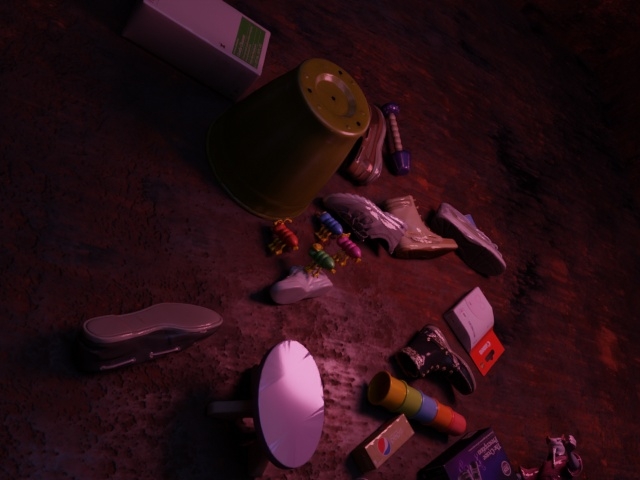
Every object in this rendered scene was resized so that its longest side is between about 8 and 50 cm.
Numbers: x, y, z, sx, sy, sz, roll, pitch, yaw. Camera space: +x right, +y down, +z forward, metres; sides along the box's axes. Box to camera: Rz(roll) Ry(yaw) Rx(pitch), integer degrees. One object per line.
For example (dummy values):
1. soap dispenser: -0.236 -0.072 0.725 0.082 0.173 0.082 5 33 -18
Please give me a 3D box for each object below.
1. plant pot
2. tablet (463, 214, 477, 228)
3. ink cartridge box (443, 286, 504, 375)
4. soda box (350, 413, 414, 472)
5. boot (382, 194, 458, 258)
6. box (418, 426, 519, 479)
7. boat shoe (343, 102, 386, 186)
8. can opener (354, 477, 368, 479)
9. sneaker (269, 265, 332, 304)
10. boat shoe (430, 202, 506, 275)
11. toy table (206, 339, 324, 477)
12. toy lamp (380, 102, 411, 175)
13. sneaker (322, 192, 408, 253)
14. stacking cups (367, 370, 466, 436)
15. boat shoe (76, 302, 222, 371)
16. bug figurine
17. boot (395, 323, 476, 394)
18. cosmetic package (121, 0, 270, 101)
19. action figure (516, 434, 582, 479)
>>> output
1. plant pot: -0.065 -0.294 1.812 0.366 0.353 0.367 22 52 -30
2. tablet: 0.550 -0.055 2.465 0.054 0.006 0.083 -11 74 -45
3. ink cartridge box: 0.518 0.290 2.188 0.232 0.066 0.189 54 42 5
4. soda box: 0.162 0.517 1.724 0.181 0.058 0.061 -24 82 -46
5. boot: 0.324 -0.045 2.194 0.261 0.095 0.204 -1 64 -35
6. box: 0.412 0.650 1.835 0.261 0.103 0.184 -17 79 -46
7. boat shoe: 0.134 -0.330 2.186 0.116 0.123 0.325 24 49 -27
8. can opener: 0.099 0.688 1.550 0.093 0.074 0.281 26 50 -28
9. sneaker: -0.066 0.107 1.778 0.212 0.080 0.094 -3 55 -50
10. boat shoe: 0.520 -0.002 2.328 0.320 0.118 0.103 38 49 -8
11. toy table: -0.105 0.377 1.500 0.252 0.161 0.274 31 48 -24
12. toy lamp: 0.265 -0.350 2.345 0.080 0.080 0.275 16 55 -34
13. sneaker: 0.129 -0.054 2.017 0.281 0.105 0.115 25 76 -13
14. stacking cups: 0.275 0.459 1.835 0.316 0.096 0.096 31 48 -24
15. boat shoe: -0.364 0.206 1.443 0.335 0.096 0.112 -2 31 -46
16. bug figurine: 0.000 0.000 1.858 0.216 0.072 0.279 42 35 26
17. boot: 0.330 0.375 1.946 0.178 0.085 0.236 -26 77 -45
18. cosmetic package: -0.342 -0.579 1.890 0.365 0.155 0.197 27 52 -28
19. action figure: 0.685 0.721 1.925 0.275 0.248 0.370 42 47 -15
